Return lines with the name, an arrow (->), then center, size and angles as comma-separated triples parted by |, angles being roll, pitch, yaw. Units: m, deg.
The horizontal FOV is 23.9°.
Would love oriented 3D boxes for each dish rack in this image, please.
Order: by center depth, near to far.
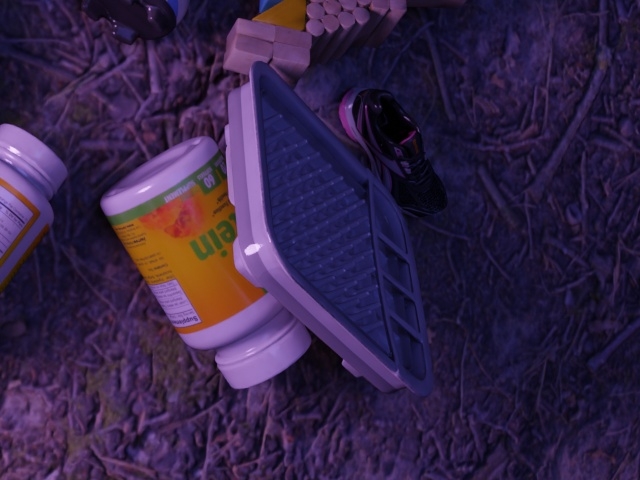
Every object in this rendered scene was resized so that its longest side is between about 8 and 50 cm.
dish rack -> 0.000, 0.000, 1.580 | 0.333, 0.072, 0.286 | 45, 29, -44

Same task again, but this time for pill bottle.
pill bottle -> -0.339, -0.006, 1.457 | 0.117, 0.117, 0.215 | 42, 68, -21
pill bottle -> -0.111, 0.027, 1.575 | 0.136, 0.136, 0.246 | -37, 106, -26

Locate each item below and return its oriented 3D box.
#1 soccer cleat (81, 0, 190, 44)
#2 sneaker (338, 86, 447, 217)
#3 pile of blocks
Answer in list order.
soccer cleat -> -0.254, -0.337, 1.522 | 0.331, 0.116, 0.143 | 41, 53, -37
sneaker -> 0.092, -0.099, 1.734 | 0.072, 0.077, 0.178 | -48, 111, -22
pile of blocks -> 0.018, -0.269, 1.692 | 0.362, 0.112, 0.149 | -29, 80, -30
